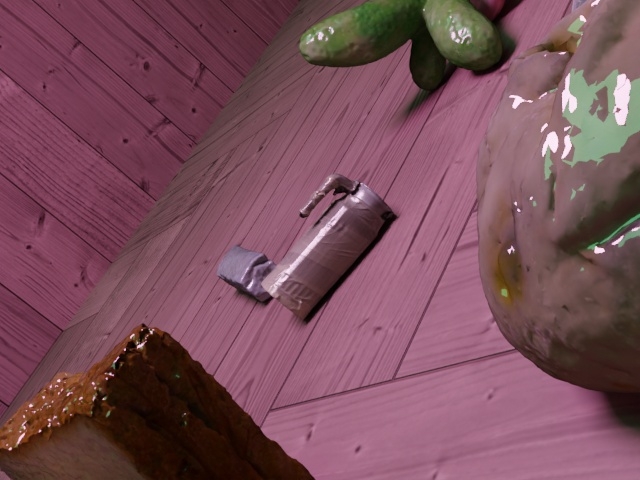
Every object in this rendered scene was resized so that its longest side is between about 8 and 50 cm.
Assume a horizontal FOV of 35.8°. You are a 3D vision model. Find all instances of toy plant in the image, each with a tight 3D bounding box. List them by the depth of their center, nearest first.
[{"bbox_3d":[0.163,-0.395,1.595,0.317,0.211,0.356,7,59,19],"label":"toy plant"}]

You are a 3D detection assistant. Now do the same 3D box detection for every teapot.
[{"bbox_3d":[0.000,0.000,1.363,0.200,0.107,0.077,-48,14,-1],"label":"teapot"}]

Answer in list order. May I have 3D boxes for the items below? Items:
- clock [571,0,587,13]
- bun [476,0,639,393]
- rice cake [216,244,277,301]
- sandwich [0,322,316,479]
[{"bbox_3d":[0.348,-0.308,1.022,0.324,0.108,0.265,105,180,-51],"label":"clock"},{"bbox_3d":[0.247,-0.070,0.727,0.365,0.219,0.365,-48,16,19],"label":"bun"},{"bbox_3d":[-0.116,0.052,1.601,0.069,0.063,0.206,-52,17,-6],"label":"rice cake"},{"bbox_3d":[-0.188,0.243,1.042,0.325,0.262,0.131,-28,21,47],"label":"sandwich"}]
